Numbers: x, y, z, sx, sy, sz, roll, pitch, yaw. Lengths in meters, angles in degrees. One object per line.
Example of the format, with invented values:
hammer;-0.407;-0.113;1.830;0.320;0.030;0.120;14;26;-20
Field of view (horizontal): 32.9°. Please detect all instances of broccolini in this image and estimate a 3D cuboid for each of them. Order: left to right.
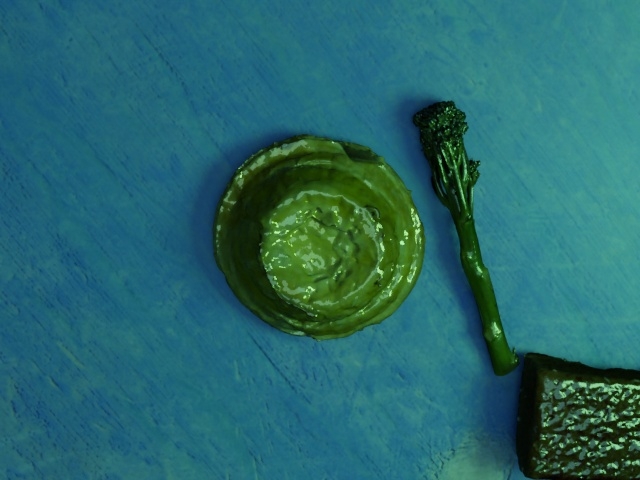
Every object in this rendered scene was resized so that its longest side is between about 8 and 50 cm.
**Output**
broccolini;0.213;-0.004;1.482;0.073;0.079;0.392;-21;107;-10

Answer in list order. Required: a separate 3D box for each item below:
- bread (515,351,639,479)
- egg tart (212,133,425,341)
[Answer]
bread;0.481;0.258;1.502;0.416;0.113;0.165;6;100;-5
egg tart;0.000;0.000;1.436;0.290;0.115;0.291;-1;98;-4
